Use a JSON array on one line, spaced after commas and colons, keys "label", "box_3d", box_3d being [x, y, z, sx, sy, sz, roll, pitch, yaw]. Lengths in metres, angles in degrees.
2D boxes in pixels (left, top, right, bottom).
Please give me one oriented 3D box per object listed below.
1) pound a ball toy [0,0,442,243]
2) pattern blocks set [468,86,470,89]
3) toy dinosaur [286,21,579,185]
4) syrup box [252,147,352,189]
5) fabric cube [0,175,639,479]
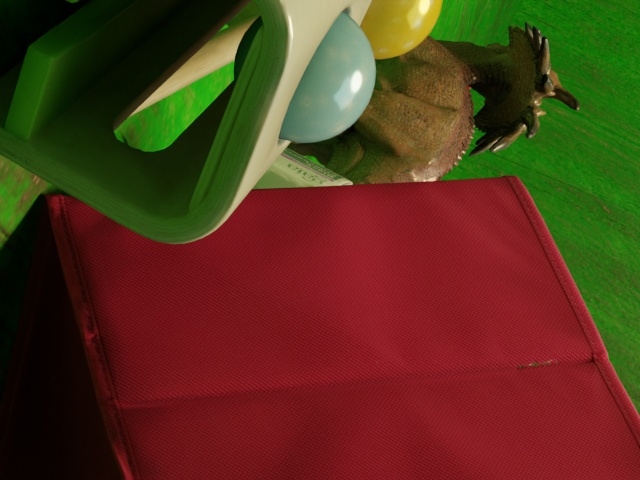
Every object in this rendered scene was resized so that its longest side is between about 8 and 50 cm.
[{"label": "pound a ball toy", "box_3d": [-0.017, -0.102, 0.722, 0.319, 0.136, 0.208, -53, 169, -54]}, {"label": "pattern blocks set", "box_3d": [0.000, 0.000, 1.404, 0.325, 0.026, 0.285, -45, -176, 37]}, {"label": "toy dinosaur", "box_3d": [0.073, -0.090, 1.220, 0.295, 0.200, 0.127, -58, 173, -32]}, {"label": "syrup box", "box_3d": [-0.076, 0.046, 1.083, 0.236, 0.093, 0.096, -63, 173, 10]}, {"label": "fabric cube", "box_3d": [-0.010, 0.142, 0.832, 0.254, 0.258, 0.259, 111, -33, -45]}]
